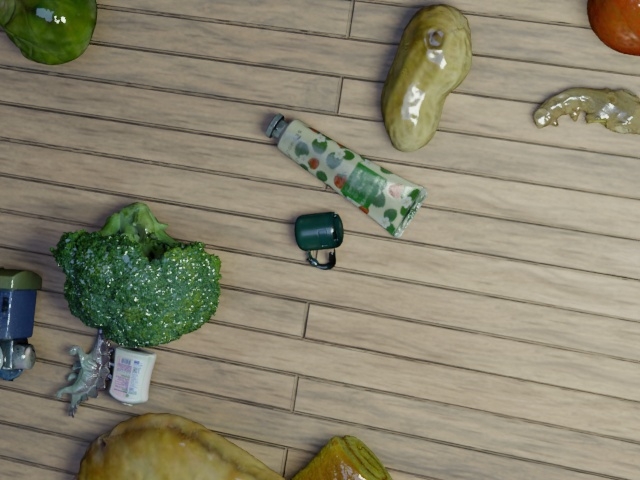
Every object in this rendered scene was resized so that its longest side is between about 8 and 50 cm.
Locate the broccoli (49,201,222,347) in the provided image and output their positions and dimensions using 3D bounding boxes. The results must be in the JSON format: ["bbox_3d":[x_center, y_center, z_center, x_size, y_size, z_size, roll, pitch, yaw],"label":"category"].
[{"bbox_3d":[-0.293,0.058,1.829,0.269,0.261,0.241,-23,49,10],"label":"broccoli"}]

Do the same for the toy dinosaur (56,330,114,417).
[{"bbox_3d":[-0.394,0.211,1.935,0.082,0.039,0.209,17,96,12],"label":"toy dinosaur"}]

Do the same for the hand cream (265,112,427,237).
[{"bbox_3d":[0.036,-0.114,1.810,0.276,0.059,0.095,33,102,6],"label":"hand cream"}]

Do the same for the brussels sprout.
[{"bbox_3d":[-0.458,-0.384,1.873,0.181,0.144,0.161,29,134,-1],"label":"brussels sprout"}]

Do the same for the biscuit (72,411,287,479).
[{"bbox_3d":[-0.232,0.501,1.855,0.446,0.104,0.429,29,113,20],"label":"biscuit"}]

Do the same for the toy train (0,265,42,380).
[{"bbox_3d":[-0.629,0.139,1.950,0.300,0.131,0.202,3,86,13],"label":"toy train"}]

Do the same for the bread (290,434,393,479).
[{"bbox_3d":[0.022,0.408,1.810,0.132,0.103,0.172,46,107,14],"label":"bread"}]

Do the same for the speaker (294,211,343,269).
[{"bbox_3d":[-0.001,0.003,1.819,0.075,0.060,0.094,-6,92,15],"label":"speaker"}]

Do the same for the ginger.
[{"bbox_3d":[0.416,-0.200,1.718,0.173,0.051,0.069,5,88,18],"label":"ginger"}]

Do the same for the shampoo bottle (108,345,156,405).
[{"bbox_3d":[-0.322,0.234,1.917,0.072,0.043,0.099,12,96,13],"label":"shampoo bottle"}]

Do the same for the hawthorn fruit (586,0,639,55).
[{"bbox_3d":[0.510,-0.337,1.618,0.225,0.196,0.196,37,101,-3],"label":"hawthorn fruit"}]

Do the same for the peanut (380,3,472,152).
[{"bbox_3d":[0.164,-0.250,1.742,0.120,0.110,0.236,18,99,4],"label":"peanut"}]
